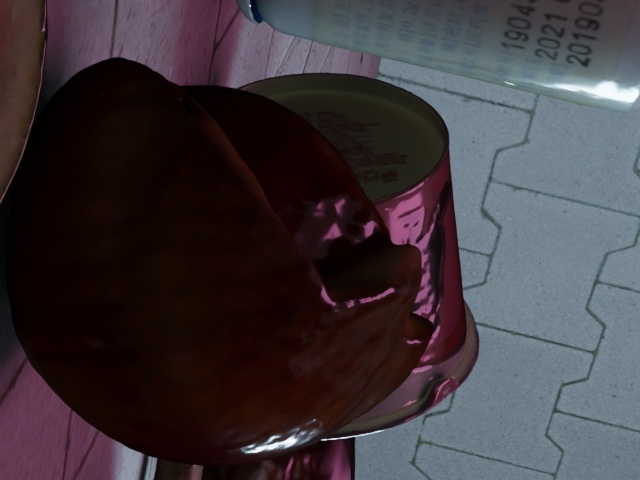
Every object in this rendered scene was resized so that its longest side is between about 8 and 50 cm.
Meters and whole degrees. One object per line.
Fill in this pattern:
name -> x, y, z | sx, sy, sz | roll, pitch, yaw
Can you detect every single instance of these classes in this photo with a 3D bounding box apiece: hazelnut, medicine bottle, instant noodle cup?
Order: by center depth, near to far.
hazelnut -> -0.047, 0.014, 0.676 | 0.161, 0.170, 0.201 | -55, 150, 10
medicine bottle -> 0.037, -0.151, 0.679 | 0.143, 0.258, 0.143 | 14, 90, -88
instant noodle cup -> 0.000, 0.000, 1.088 | 0.235, 0.234, 0.179 | -71, 165, -54

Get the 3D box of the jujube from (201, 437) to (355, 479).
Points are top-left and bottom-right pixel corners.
jujube -> -0.048, 0.214, 1.406 | 0.183, 0.183, 0.243 | 94, 11, -69

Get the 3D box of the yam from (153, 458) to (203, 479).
yam -> -0.122, 0.200, 1.235 | 0.045, 0.045, 0.327 | -5, 113, -42

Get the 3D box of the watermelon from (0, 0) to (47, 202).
watermelon -> -0.105, -0.045, 0.386 | 0.087, 0.068, 0.163 | -52, 154, -83
